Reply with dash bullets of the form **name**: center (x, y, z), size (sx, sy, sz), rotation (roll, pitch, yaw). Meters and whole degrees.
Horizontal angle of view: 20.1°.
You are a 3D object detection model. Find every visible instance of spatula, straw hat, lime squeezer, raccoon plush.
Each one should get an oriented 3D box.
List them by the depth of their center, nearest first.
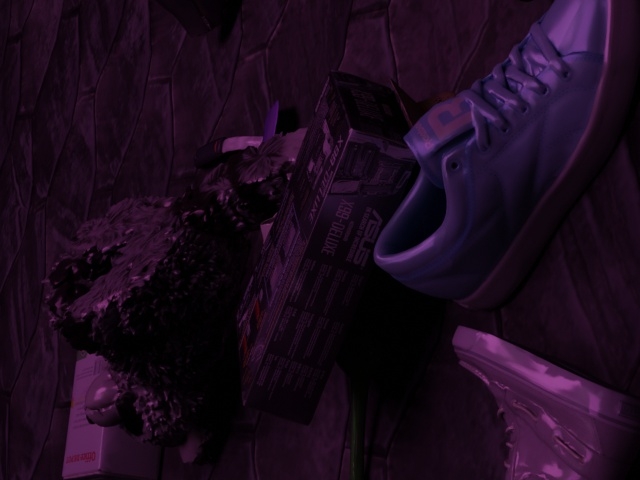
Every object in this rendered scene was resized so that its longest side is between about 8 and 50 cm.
- **straw hat**: center (0.126, -0.114, 1.815), size (0.061, 0.144, 0.144), rotation (-26, 41, 4)
- **lime squeezer**: center (0.039, 0.100, 1.934), size (0.110, 0.059, 0.310), rotation (82, 180, -56)
- **raccoon plush**: center (-0.113, 0.094, 2.169), size (0.446, 0.299, 0.216), rotation (-22, 36, 23)
- **spatula**: center (-0.108, -0.123, 2.337), size (0.296, 0.030, 0.084), rotation (-9, 70, 63)

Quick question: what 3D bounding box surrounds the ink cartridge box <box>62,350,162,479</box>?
- **ink cartridge box**: center (-0.275, 0.222, 2.452), size (0.154, 0.093, 0.212), rotation (-21, 59, 61)

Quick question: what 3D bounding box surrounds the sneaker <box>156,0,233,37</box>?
- **sneaker**: center (-0.126, -0.379, 2.451), size (0.222, 0.118, 0.083), rotation (-35, 21, 17)

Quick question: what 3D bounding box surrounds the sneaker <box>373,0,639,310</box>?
- **sneaker**: center (0.163, -0.095, 1.636), size (0.366, 0.150, 0.135), rotation (-66, 29, 23)

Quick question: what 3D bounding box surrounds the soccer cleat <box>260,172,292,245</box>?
- **soccer cleat**: center (-0.041, 0.015, 2.031), size (0.068, 0.076, 0.196), rotation (-104, 37, -73)

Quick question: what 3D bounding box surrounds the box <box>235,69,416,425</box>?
- **box**: center (0.000, 0.000, 1.849), size (0.242, 0.076, 0.307), rotation (-105, 35, -71)

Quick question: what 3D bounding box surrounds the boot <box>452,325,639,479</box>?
- **boot**: center (0.176, 0.158, 1.555), size (0.258, 0.095, 0.123), rotation (25, 95, 63)
